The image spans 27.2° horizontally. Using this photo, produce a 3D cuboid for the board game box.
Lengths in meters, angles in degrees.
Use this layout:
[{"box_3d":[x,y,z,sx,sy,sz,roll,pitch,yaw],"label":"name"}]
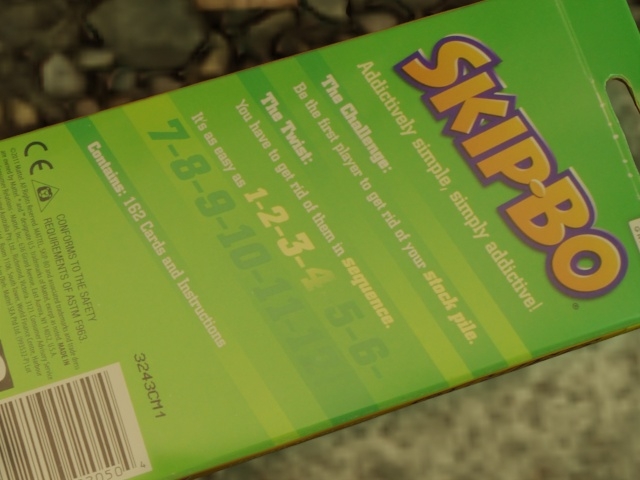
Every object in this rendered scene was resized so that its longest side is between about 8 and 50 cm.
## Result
[{"box_3d":[0.000,0.000,0.445,0.259,0.039,0.124,-18,79,-6],"label":"board game box"}]
